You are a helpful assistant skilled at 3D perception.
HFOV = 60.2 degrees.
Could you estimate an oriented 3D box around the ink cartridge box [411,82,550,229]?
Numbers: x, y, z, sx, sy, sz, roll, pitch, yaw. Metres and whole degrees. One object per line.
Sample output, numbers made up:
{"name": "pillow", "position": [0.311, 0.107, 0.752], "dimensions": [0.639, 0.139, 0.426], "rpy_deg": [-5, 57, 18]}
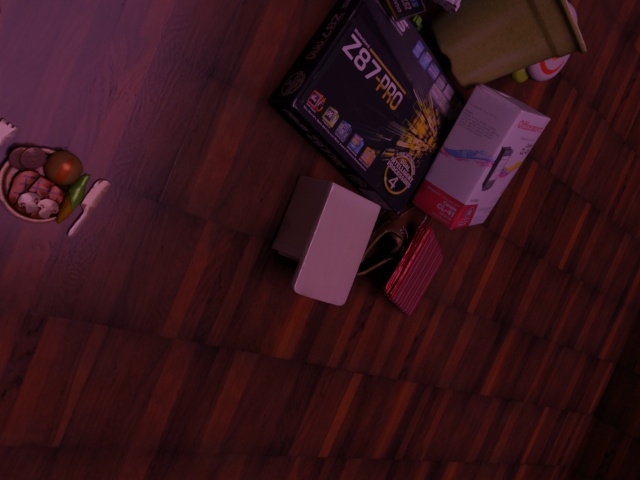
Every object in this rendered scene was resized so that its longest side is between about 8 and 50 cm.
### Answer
{"name": "ink cartridge box", "position": [0.378, -0.190, 1.306], "dimensions": [0.226, 0.131, 0.306], "rpy_deg": [-9, 134, -53]}

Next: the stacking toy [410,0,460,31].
{"name": "stacking toy", "position": [0.270, -0.532, 1.144], "dimensions": [0.052, 0.221, 0.167], "rpy_deg": [31, 89, -10]}

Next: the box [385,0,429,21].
{"name": "box", "position": [0.139, -0.627, 1.030], "dimensions": [0.322, 0.079, 0.257], "rpy_deg": [51, 52, -36]}

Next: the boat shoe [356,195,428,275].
{"name": "boat shoe", "position": [0.162, -0.001, 1.319], "dimensions": [0.307, 0.104, 0.111], "rpy_deg": [-35, 123, -23]}

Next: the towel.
{"name": "towel", "position": [0.240, 0.081, 1.394], "dimensions": [0.199, 0.031, 0.275], "rpy_deg": [-58, 154, -6]}

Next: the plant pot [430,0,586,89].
{"name": "plant pot", "position": [0.391, -0.466, 1.195], "dimensions": [0.276, 0.253, 0.276], "rpy_deg": [39, 37, -38]}

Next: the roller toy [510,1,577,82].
{"name": "roller toy", "position": [0.532, -0.508, 1.383], "dimensions": [0.209, 0.146, 0.191], "rpy_deg": [-21, 128, -34]}

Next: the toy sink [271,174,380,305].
{"name": "toy sink", "position": [0.000, 0.000, 1.183], "dimensions": [0.152, 0.131, 0.234], "rpy_deg": [21, 89, -40]}

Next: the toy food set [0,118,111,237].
{"name": "toy food set", "position": [-0.441, -0.089, 0.878], "dimensions": [0.192, 0.038, 0.133], "rpy_deg": [35, 84, -39]}

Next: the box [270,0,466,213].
{"name": "box", "position": [0.122, -0.293, 1.188], "dimensions": [0.395, 0.097, 0.318], "rpy_deg": [40, 77, -38]}
